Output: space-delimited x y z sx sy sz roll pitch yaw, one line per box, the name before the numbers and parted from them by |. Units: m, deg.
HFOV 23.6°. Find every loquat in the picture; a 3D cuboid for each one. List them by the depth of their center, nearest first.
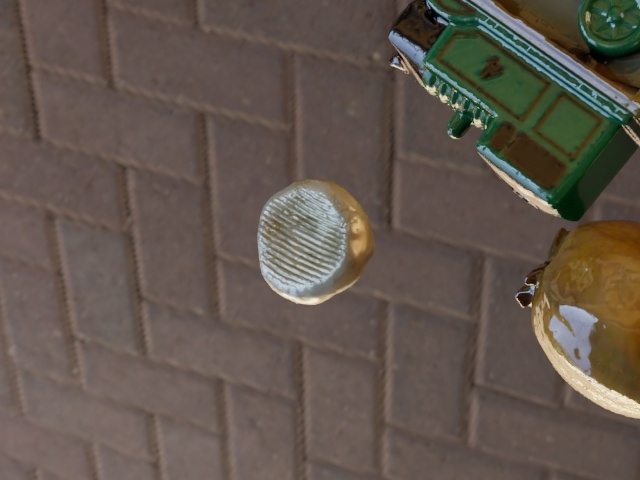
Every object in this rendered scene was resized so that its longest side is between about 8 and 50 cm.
loquat | 0.338 0.085 1.666 0.238 0.193 0.238 36 174 4

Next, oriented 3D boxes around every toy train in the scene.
toy train | 0.231 -0.194 1.674 0.429 0.249 0.178 39 -173 22

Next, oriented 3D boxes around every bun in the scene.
bun | 0.000 0.000 2.144 0.183 0.183 0.102 -10 172 33
